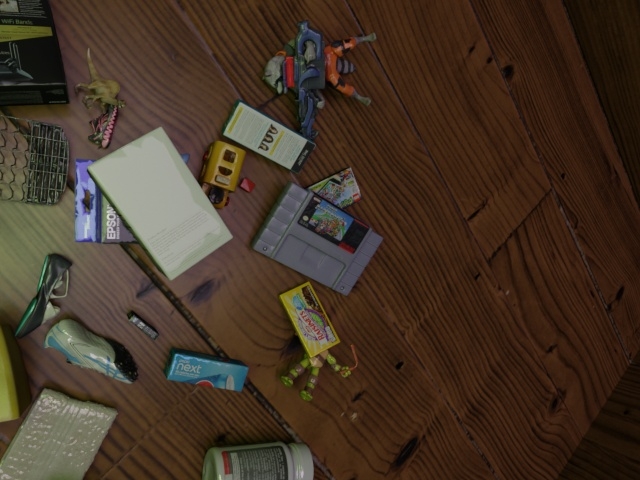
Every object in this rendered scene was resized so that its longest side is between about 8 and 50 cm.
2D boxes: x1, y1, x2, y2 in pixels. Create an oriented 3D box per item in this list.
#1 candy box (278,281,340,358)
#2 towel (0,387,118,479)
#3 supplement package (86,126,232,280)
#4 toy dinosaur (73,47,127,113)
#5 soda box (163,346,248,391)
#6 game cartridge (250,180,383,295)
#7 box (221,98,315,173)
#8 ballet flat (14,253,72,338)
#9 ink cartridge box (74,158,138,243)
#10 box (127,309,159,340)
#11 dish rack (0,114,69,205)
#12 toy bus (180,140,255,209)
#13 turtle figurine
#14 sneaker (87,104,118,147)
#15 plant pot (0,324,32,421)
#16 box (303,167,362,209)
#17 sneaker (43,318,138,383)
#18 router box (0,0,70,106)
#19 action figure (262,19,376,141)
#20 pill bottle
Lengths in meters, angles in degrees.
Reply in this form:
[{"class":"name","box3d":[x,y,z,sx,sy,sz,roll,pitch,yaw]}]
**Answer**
[{"class":"candy box","box3d":[-0.033,0.235,1.302,0.105,0.027,0.206,-24,78,-20]},{"class":"towel","box3d":[-0.635,0.508,1.035,0.187,0.049,0.282,31,79,-28]},{"class":"supplement package","box3d":[-0.374,-0.084,1.017,0.177,0.175,0.293,-37,111,-21]},{"class":"toy dinosaur","box3d":[-0.530,-0.362,1.040,0.092,0.053,0.183,-35,80,-16]},{"class":"soda box","box3d":[-0.309,0.352,1.188,0.210,0.067,0.071,20,83,-27]},{"class":"game cartridge","box3d":[0.000,0.000,1.306,0.355,0.068,0.230,29,100,-26]},{"class":"box","box3d":[-0.143,-0.290,1.224,0.244,0.060,0.101,25,108,-27]},{"class":"ballet flat","box3d":[-0.630,0.133,1.006,0.074,0.074,0.203,22,79,-27]},{"class":"ink cartridge box","box3d":[-0.492,-0.094,1.079,0.208,0.045,0.206,-1,94,-27]},{"class":"box","box3d":[-0.450,0.215,1.105,0.083,0.067,0.018,47,72,-21]},{"class":"dish rack","box3d":[-0.704,-0.180,0.949,0.271,0.074,0.208,5,92,-30]},{"class":"toy bus","box3d":[-0.269,-0.162,1.159,0.191,0.104,0.202,-33,107,-22]},{"class":"turtle figurine","box3d":[-0.028,0.354,1.326,0.269,0.087,0.217,45,57,-10]},{"class":"sneaker","box3d":[-0.526,-0.287,1.054,0.057,0.047,0.119,16,84,-16]},{"class":"plant pot","box3d":[-0.730,0.273,0.892,0.212,0.212,0.187,-2,82,-28]},{"class":"box","box3d":[0.025,-0.136,1.355,0.207,0.036,0.114,-29,106,-24]},{"class":"sneaker","box3d":[-0.549,0.279,1.058,0.086,0.085,0.237,-41,116,8]},{"class":"router box","box3d":[-0.707,-0.399,0.888,0.308,0.081,0.243,-11,79,-27]},{"class":"action figure","box3d":[-0.012,-0.464,1.285,0.330,0.178,0.341,-5,125,-22]},{"class":"pill bottle","box3d":[-0.173,0.655,1.224,0.283,0.161,0.161,8,89,-28]}]
